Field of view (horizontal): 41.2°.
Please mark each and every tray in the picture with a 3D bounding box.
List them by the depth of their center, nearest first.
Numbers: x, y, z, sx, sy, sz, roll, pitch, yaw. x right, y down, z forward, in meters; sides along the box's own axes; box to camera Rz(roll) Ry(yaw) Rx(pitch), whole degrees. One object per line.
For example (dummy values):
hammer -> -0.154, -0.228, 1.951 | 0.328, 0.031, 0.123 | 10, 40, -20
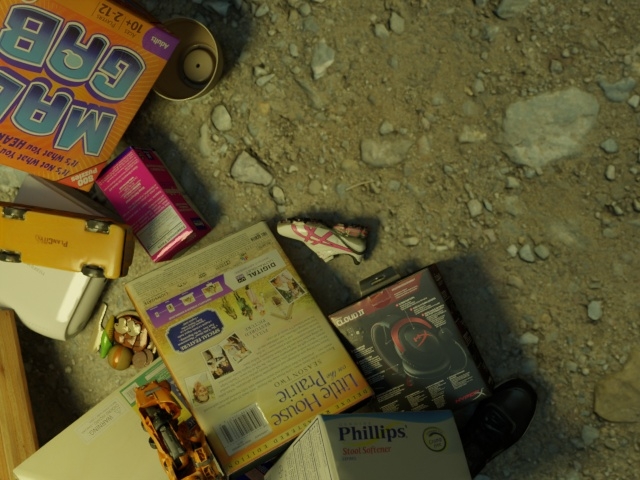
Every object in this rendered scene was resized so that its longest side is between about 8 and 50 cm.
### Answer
tray -> -0.652, 0.373, 1.753 | 0.203, 0.076, 0.411 | -45, 58, 45

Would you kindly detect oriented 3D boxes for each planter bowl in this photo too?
planter bowl -> -0.261, -0.355, 1.704 | 0.162, 0.109, 0.162 | 1, 93, 15

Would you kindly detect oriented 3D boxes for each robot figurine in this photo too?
robot figurine -> -0.252, 0.365, 1.515 | 0.085, 0.291, 0.211 | -26, 115, -18

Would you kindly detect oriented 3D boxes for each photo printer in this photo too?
photo printer -> -0.571, 0.042, 1.809 | 0.256, 0.107, 0.308 | 31, 100, 11

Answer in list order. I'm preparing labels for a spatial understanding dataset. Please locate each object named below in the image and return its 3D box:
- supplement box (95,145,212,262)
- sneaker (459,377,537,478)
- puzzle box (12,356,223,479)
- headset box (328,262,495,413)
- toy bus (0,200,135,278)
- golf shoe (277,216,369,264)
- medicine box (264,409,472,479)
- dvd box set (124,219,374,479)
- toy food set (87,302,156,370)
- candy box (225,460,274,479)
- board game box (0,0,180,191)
supplement box -> -0.341, -0.074, 1.740 | 0.114, 0.111, 0.220 | -37, 84, 13
sneaker -> 0.300, 0.382, 1.589 | 0.107, 0.124, 0.283 | 42, 102, 9
puzzle box -> -0.347, 0.424, 1.669 | 0.409, 0.052, 0.272 | -37, 80, -29
headset box -> 0.168, 0.194, 1.621 | 0.218, 0.110, 0.293 | -28, 86, 15
toy bus -> -0.520, -0.004, 1.671 | 0.332, 0.130, 0.108 | 9, 94, 12
golf shoe -> 0.000, 0.000, 1.677 | 0.186, 0.067, 0.086 | 10, 97, 14
medicine box -> 0.076, 0.426, 1.511 | 0.289, 0.263, 0.149 | 124, 141, -47
dvd box set -> -0.137, 0.191, 1.595 | 0.307, 0.062, 0.420 | -27, 67, -18
toy food set -> -0.407, 0.217, 1.811 | 0.192, 0.038, 0.132 | 18, 97, 13
candy box -> -0.128, 0.623, 1.689 | 0.268, 0.122, 0.317 | 37, 116, 9
board game box -> -0.563, -0.368, 1.598 | 0.356, 0.356, 0.356 | 42, 104, 35
